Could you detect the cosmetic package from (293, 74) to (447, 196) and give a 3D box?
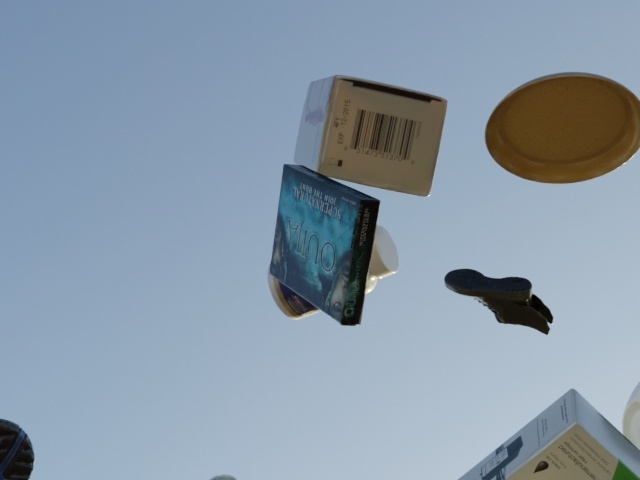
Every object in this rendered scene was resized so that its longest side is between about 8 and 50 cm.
[{"bbox_3d":[0.058,-0.143,1.501,0.153,0.296,0.129,10,-85,-9],"label":"cosmetic package"}]

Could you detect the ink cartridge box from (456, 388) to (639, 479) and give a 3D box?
[{"bbox_3d":[0.280,0.306,1.352,0.153,0.087,0.208,42,-68,-8],"label":"ink cartridge box"}]

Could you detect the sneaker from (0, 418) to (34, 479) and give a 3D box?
[{"bbox_3d":[-0.298,0.189,0.767,0.211,0.081,0.080,-25,-81,-21],"label":"sneaker"}]

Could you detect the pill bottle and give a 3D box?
[{"bbox_3d":[0.020,0.040,1.549,0.169,0.094,0.094,-23,-43,24],"label":"pill bottle"}]

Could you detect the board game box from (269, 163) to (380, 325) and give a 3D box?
[{"bbox_3d":[0.000,0.000,1.144,0.026,0.186,0.126,3,-78,-26],"label":"board game box"}]

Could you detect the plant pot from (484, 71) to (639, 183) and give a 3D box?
[{"bbox_3d":[0.362,-0.170,1.660,0.236,0.032,0.236,3,-36,2],"label":"plant pot"}]

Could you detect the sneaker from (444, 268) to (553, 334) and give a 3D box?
[{"bbox_3d":[0.282,0.098,1.781,0.170,0.051,0.089,6,-47,22],"label":"sneaker"}]

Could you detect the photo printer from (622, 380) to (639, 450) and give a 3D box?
[{"bbox_3d":[0.530,0.304,1.542,0.107,0.307,0.256,-14,3,43],"label":"photo printer"}]

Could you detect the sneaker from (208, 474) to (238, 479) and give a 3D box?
[{"bbox_3d":[-0.063,0.404,1.332,0.110,0.292,0.118,-30,-31,-15],"label":"sneaker"}]
